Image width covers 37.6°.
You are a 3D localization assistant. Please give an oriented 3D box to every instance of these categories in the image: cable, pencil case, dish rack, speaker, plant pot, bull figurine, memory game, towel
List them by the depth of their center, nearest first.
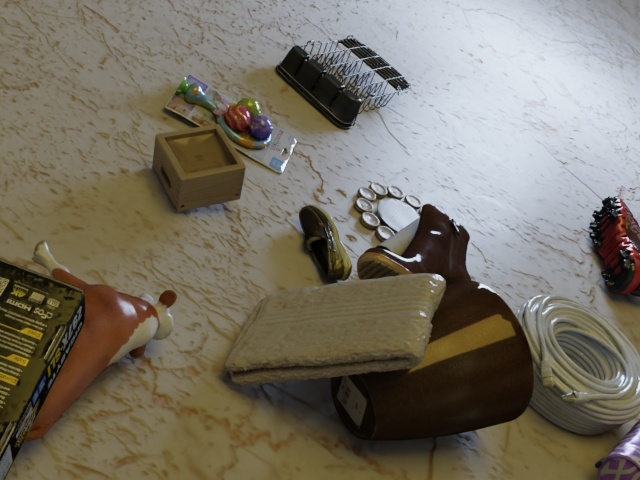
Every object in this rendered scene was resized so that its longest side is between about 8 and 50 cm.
[{"bbox_3d":[-0.310,0.111,1.131,0.188,0.101,0.310,32,35,6],"label":"bull figurine"},{"bbox_3d":[0.020,0.121,1.270,0.282,0.049,0.187,-8,28,22],"label":"towel"},{"bbox_3d":[0.137,0.188,1.309,0.230,0.215,0.215,-16,55,-29],"label":"plant pot"},{"bbox_3d":[0.507,0.339,1.474,0.086,0.088,0.206,40,37,24],"label":"pencil case"},{"bbox_3d":[0.427,0.206,1.575,0.257,0.089,0.257,17,37,-22],"label":"cable"},{"bbox_3d":[0.147,0.008,1.617,0.055,0.055,0.136,43,45,15],"label":"speaker"},{"bbox_3d":[0.145,-0.041,1.726,0.186,0.012,0.186,20,37,-16],"label":"memory game"},{"bbox_3d":[0.061,-0.345,1.983,0.208,0.074,0.271,44,36,15],"label":"dish rack"}]

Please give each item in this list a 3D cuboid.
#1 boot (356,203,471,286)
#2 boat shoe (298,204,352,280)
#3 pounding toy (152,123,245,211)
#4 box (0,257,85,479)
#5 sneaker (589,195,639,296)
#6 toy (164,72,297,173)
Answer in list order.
[{"bbox_3d":[0.158,0.023,1.551,0.248,0.090,0.207,34,47,-31],"label":"boot"},{"bbox_3d":[0.000,0.000,1.531,0.049,0.056,0.152,2,45,-42],"label":"boat shoe"},{"bbox_3d":[-0.195,-0.119,1.513,0.130,0.100,0.141,-13,51,-27],"label":"pounding toy"},{"bbox_3d":[-0.440,0.112,0.959,0.322,0.079,0.257,20,55,-2],"label":"box"},{"bbox_3d":[0.643,0.019,1.952,0.135,0.098,0.276,21,39,-15],"label":"sneaker"},{"bbox_3d":[-0.149,-0.227,1.693,0.237,0.056,0.137,28,37,-6],"label":"toy"}]
